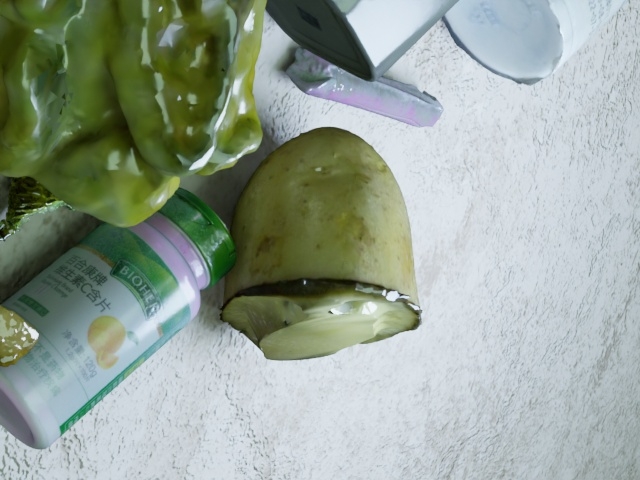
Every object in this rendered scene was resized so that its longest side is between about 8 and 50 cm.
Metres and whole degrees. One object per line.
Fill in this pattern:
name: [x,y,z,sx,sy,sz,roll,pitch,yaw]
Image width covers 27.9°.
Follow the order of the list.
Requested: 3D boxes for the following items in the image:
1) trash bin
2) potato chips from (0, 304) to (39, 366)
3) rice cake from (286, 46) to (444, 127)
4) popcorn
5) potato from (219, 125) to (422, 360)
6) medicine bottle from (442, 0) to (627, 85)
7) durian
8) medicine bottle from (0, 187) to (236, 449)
trash bin: [0.064,-0.312,1.290,0.250,0.219,0.220,-49,139,-9]
potato chips: [-0.386,-0.009,1.021,0.407,0.080,0.057,46,64,-42]
rice cake: [0.057,-0.172,1.488,0.270,0.055,0.049,9,108,-54]
popcorn: [-0.173,-0.173,1.013,0.312,0.312,0.312,-27,130,-39]
potato: [0.000,0.000,1.382,0.242,0.242,0.285,-56,165,-11]
medicine bottle: [0.311,-0.361,1.571,0.332,0.190,0.190,-44,139,-25]
durian: [-0.226,-0.057,1.202,0.215,0.086,0.100,-23,141,-44]
medicine bottle: [-0.209,0.066,1.242,0.274,0.133,0.133,-43,138,-28]
